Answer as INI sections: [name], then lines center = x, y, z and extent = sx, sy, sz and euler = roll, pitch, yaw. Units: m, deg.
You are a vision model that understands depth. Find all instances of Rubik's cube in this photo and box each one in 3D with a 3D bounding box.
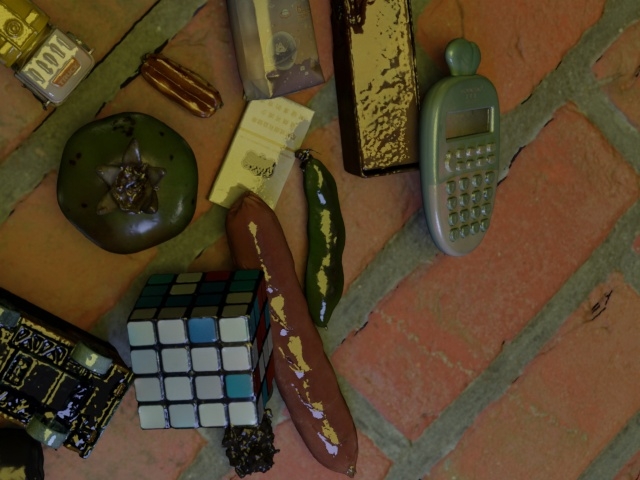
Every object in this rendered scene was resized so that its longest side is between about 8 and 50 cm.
[Rubik's cube]
center = -0.146, 0.136, 1.514
extent = 0.154, 0.151, 0.155
euler = -3, 110, 6

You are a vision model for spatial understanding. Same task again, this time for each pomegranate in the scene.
[pomegranate]
center = -0.234, -0.069, 1.473
extent = 0.181, 0.224, 0.181
euler = -1, 97, -7

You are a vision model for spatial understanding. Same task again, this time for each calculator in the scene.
[calculator]
center = 0.189, -0.125, 1.634
extent = 0.184, 0.042, 0.295
euler = -15, 107, -53

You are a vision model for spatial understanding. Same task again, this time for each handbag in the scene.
[handbag]
center = -0.063, -0.273, 1.558
extent = 0.117, 0.095, 0.173
euler = -22, 107, -46

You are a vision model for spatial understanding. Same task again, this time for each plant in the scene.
[plant]
center = -0.096, 0.236, 1.634
extent = 0.087, 0.085, 0.174
euler = 1, 91, -21

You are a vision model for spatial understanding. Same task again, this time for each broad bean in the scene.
[broad bean]
center = 0.004, -0.001, 1.642
extent = 0.065, 0.046, 0.254
euler = -11, 103, -30

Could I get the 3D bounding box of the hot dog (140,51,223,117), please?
[hot dog]
center = -0.181, -0.202, 1.566
extent = 0.122, 0.037, 0.049
euler = 36, 99, -13

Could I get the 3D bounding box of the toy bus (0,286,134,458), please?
[toy bus]
center = -0.386, 0.139, 1.492
extent = 0.275, 0.167, 0.138
euler = 31, 90, -23

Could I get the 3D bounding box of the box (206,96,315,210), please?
[box]
center = -0.079, -0.114, 1.612
extent = 0.090, 0.024, 0.167
euler = 23, 92, -18

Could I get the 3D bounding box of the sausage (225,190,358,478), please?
[sausage]
center = -0.038, 0.136, 1.629
extent = 0.088, 0.088, 0.433
euler = -23, 106, -11

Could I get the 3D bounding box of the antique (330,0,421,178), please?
[antique]
center = 0.071, -0.244, 1.604
extent = 0.093, 0.087, 0.310
euler = -9, 102, -13

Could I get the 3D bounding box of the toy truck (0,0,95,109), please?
[toy truck]
center = -0.379, -0.258, 1.456
extent = 0.227, 0.114, 0.098
euler = 41, 86, -18

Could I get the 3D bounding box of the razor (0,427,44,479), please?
[razor]
center = -0.509, 0.336, 1.515
extent = 0.327, 0.107, 0.189
euler = -3, 100, -15
